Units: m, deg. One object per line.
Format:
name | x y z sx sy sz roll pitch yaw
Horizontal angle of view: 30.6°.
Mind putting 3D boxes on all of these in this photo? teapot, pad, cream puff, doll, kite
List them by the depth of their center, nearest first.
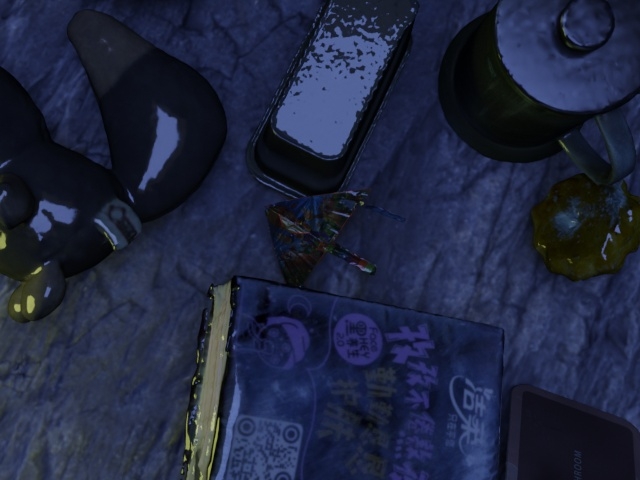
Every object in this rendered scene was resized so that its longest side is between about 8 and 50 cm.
teapot | 0.274 -0.185 1.342 0.200 0.337 0.270 -30 88 -5
pad | 0.299 0.271 1.364 0.176 0.266 0.002 20 123 -1
doll | -0.348 -0.129 1.396 0.382 0.252 0.379 51 52 -1
kite | 0.000 0.000 1.428 0.160 0.010 0.183 31 114 -7
cream puff | 0.337 -0.013 1.445 0.146 0.116 0.146 -12 67 31

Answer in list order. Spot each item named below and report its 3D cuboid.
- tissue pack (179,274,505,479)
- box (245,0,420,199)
tissue pack | 0.035 0.197 1.340 0.361 0.122 0.259 12 75 -23
box | 0.014 -0.186 1.408 0.138 0.178 0.274 25 83 0
